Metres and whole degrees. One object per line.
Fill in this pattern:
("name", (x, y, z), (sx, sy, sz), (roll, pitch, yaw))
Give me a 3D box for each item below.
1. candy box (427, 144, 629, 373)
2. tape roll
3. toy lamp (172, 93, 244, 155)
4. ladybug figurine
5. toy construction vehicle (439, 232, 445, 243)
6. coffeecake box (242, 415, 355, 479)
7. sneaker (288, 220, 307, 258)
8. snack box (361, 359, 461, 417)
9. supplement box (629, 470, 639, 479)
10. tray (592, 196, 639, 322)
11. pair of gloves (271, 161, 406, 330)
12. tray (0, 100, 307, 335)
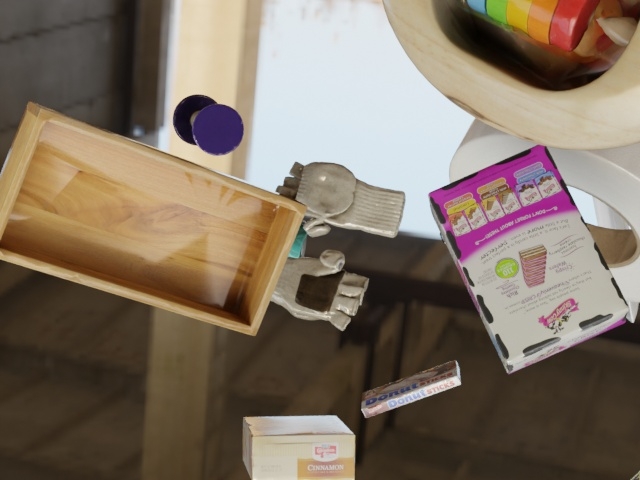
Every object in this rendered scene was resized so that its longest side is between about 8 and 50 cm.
("candy box", (0.248, 0.021, 1.683), (0.159, 0.233, 0.071), (-23, 160, 1))
("tape roll", (0.367, -0.050, 1.978), (0.392, 0.392, 0.072), (15, -117, 30))
("toy lamp", (-0.166, -0.167, 1.993), (0.080, 0.080, 0.274), (2, -172, -11))
("ladybug figurine", (0.259, -0.270, 1.565), (0.449, 0.305, 0.162), (37, -161, 29))
("toy construction vehicle", (0.234, 0.019, 2.267), (0.035, 0.098, 0.086), (-34, -131, -4))
("coffeecake box", (-0.034, 0.294, 1.982), (0.142, 0.068, 0.185), (0, -179, -7))
("sneaker", (-0.118, -0.008, 2.610), (0.178, 0.124, 0.295), (6, 159, 31))
("snack box", (0.158, 0.259, 2.436), (0.178, 0.022, 0.064), (-21, -161, 10))
("supplement box", (0.476, 0.368, 1.969), (0.083, 0.083, 0.056), (18, -138, -17))
("tray", (0.487, -0.010, 2.305), (0.030, 0.270, 0.145), (-12, -168, 2))
("pair of gloves", (0.000, 0.000, 2.108), (0.204, 0.240, 0.042), (22, 174, 20))
("tray", (-0.239, -0.024, 1.915), (0.411, 0.203, 0.076), (20, -175, -30))
